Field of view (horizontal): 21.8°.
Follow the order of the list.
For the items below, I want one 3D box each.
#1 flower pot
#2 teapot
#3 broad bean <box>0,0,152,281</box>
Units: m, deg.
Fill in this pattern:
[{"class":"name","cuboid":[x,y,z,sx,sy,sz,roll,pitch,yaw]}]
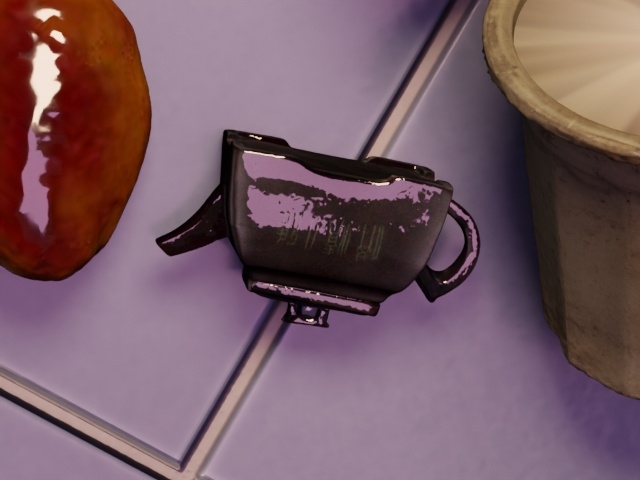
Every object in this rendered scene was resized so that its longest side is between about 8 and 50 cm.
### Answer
[{"class":"flower pot","cuboid":[0.189,-0.037,0.871,0.212,0.212,0.202,-13,135,-7]},{"class":"teapot","cuboid":[0.000,0.000,0.910,0.177,0.087,0.096,10,99,-10]},{"class":"broad bean","cuboid":[-0.147,-0.062,0.884,0.114,0.084,0.165,13,87,-26]}]
